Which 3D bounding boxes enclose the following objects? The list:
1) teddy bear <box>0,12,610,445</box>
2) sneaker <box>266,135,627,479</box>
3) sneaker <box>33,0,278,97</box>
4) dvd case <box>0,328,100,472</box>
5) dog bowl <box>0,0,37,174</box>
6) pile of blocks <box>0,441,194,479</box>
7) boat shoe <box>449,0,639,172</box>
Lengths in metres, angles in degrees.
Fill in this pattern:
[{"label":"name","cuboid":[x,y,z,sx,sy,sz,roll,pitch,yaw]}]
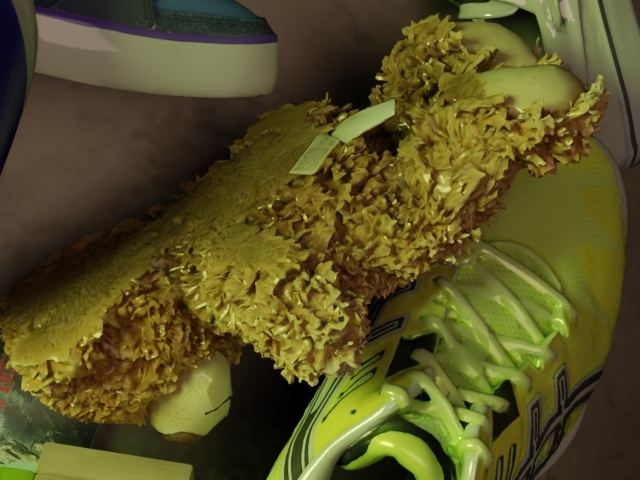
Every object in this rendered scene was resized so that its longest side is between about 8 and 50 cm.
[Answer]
[{"label":"teddy bear","cuboid":[0.000,0.000,1.001,0.338,0.245,0.113,-39,118,-15]},{"label":"sneaker","cuboid":[0.069,0.094,0.998,0.145,0.147,0.385,31,68,-2]},{"label":"sneaker","cuboid":[-0.154,-0.212,0.980,0.323,0.130,0.236,12,96,-14]},{"label":"dvd case","cuboid":[-0.181,0.092,1.060,0.119,0.013,0.087,23,86,-19]},{"label":"dog bowl","cuboid":[-0.270,-0.081,0.885,0.265,0.265,0.104,30,40,-19]},{"label":"pile of blocks","cuboid":[-0.237,0.204,1.016,0.362,0.149,0.112,-11,141,-9]},{"label":"boat shoe","cuboid":[0.114,-0.153,1.107,0.088,0.096,0.267,-27,111,-20]}]
